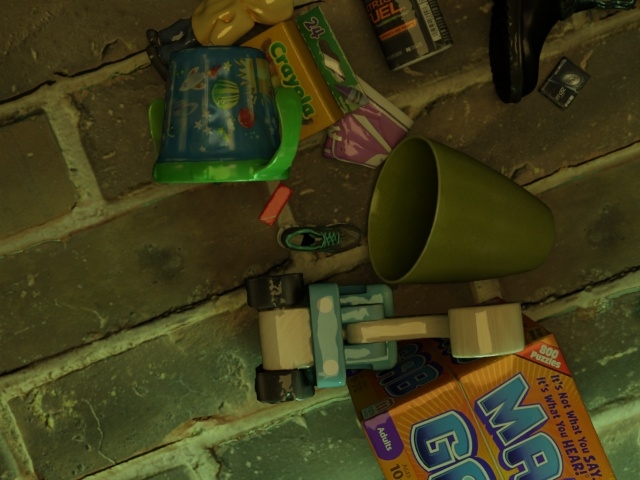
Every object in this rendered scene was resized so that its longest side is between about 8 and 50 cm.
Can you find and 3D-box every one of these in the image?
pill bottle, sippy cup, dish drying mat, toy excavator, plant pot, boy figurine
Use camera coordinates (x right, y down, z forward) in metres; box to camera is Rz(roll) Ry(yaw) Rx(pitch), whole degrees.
[{"bbox_3d":[0.145,-0.451,1.739,0.130,0.130,0.246,-23,97,-1],"label":"pill bottle"},{"bbox_3d":[-0.170,-0.213,1.593,0.305,0.240,0.224,0,96,7],"label":"sippy cup"},{"bbox_3d":[-0.087,-0.070,1.828,0.032,0.008,0.083,31,94,-6],"label":"dish drying mat"},{"bbox_3d":[0.096,0.153,1.653,0.444,0.433,0.223,-6,88,-4],"label":"toy excavator"},{"bbox_3d":[0.278,-0.034,1.750,0.293,0.275,0.275,10,96,-22],"label":"plant pot"},{"bbox_3d":[-0.182,-0.403,1.710,0.285,0.177,0.092,-24,134,10],"label":"boy figurine"}]

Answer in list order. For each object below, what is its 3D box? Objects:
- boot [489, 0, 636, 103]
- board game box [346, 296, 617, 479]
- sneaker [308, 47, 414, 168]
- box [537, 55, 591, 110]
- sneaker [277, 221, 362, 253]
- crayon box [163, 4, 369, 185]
[{"bbox_3d":[0.463,-0.431,1.760,0.260,0.131,0.348,1,96,-4],"label":"boot"},{"bbox_3d":[0.284,0.363,1.726,0.356,0.356,0.356,-25,98,0],"label":"board game box"},{"bbox_3d":[0.024,-0.246,1.771,0.282,0.102,0.161,38,96,-7],"label":"sneaker"},{"bbox_3d":[0.478,-0.308,1.832,0.067,0.018,0.083,37,93,-6],"label":"box"},{"bbox_3d":[0.000,0.000,1.807,0.166,0.076,0.065,-4,98,-3],"label":"sneaker"},{"bbox_3d":[-0.101,-0.263,1.712,0.322,0.083,0.203,-26,98,21],"label":"crayon box"}]
